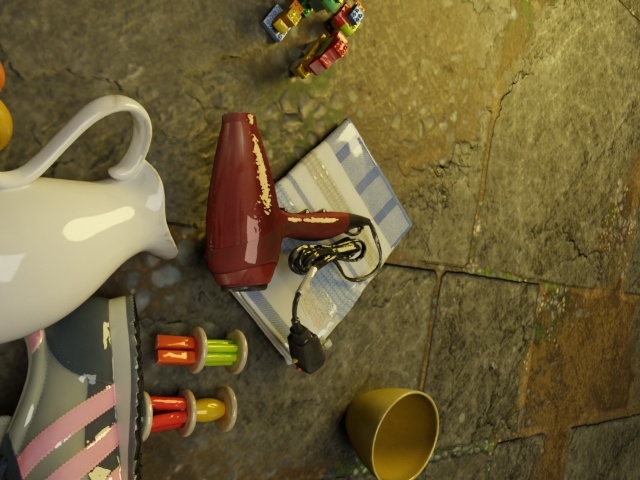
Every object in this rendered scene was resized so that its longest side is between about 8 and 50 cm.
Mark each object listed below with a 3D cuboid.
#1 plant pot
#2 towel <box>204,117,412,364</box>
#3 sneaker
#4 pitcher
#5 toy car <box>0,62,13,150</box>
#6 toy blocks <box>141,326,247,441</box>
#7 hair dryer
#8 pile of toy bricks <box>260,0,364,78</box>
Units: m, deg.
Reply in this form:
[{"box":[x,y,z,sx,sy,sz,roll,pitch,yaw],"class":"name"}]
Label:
[{"box":[0.092,0.270,0.741,0.134,0.095,0.134,-6,99,-37],"class":"plant pot"},{"box":[0.000,0.000,0.678,0.285,0.034,0.209,-48,119,-25],"class":"towel"},{"box":[-0.222,0.203,0.434,0.131,0.112,0.318,0,63,-17],"class":"sneaker"},{"box":[-0.224,-0.020,0.416,0.207,0.126,0.177,-31,138,-44],"class":"pitcher"},{"box":[-0.323,-0.120,0.358,0.182,0.159,0.136,4,59,-38],"class":"toy car"},{"box":[-0.162,0.155,0.556,0.148,0.054,0.123,9,90,-38],"class":"toy blocks"},{"box":[-0.042,-0.014,0.597,0.293,0.080,0.223,61,43,-29],"class":"hair dryer"},{"box":[0.024,-0.308,0.612,0.118,0.105,0.212,43,69,-33],"class":"pile of toy bricks"}]
